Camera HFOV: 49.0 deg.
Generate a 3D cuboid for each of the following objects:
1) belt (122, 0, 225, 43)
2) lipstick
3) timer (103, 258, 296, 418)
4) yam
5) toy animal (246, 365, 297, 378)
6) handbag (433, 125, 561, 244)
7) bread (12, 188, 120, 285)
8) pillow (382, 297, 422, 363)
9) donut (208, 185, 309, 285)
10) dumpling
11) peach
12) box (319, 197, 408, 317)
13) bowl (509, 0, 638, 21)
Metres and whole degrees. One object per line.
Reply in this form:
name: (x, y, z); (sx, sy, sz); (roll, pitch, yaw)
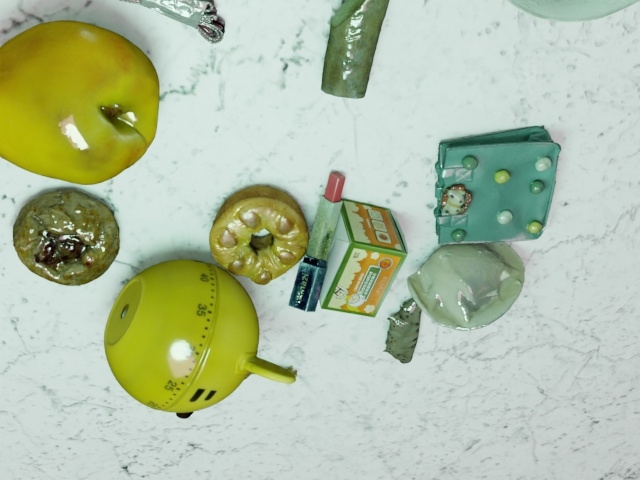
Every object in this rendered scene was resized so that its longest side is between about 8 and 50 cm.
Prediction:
belt: (-0.275, -0.432, 1.261); (0.232, 0.053, 0.071); (20, 120, -22)
lipstick: (0.000, 0.000, 1.537); (0.051, 0.051, 0.312); (11, 95, -61)
timer: (-0.269, 0.228, 1.566); (0.386, 0.376, 0.376); (25, 118, -29)
yam: (0.067, -0.391, 1.320); (0.106, 0.106, 0.259); (4, 125, -12)
toy animal: (-0.201, 0.349, 1.853); (0.275, 0.054, 0.149); (-11, 130, -3)
handbag: (0.396, -0.109, 1.587); (0.274, 0.100, 0.269); (-6, 128, -6)
bread: (-0.542, 0.004, 1.495); (0.229, 0.123, 0.230); (-4, 129, -5)
pillow: (0.213, 0.241, 1.845); (0.093, 0.051, 0.241); (-3, 129, -8)
donut: (-0.134, -0.013, 1.556); (0.226, 0.114, 0.227); (-5, 126, -7)
dumpling: (0.355, 0.100, 1.657); (0.243, 0.227, 0.175); (-41, 138, 15)
peach: (-0.452, -0.246, 1.243); (0.307, 0.289, 0.289); (14, 133, 28)
box: (0.085, 0.040, 1.593); (0.148, 0.178, 0.195); (11, 124, -19)
bowl: (0.425, -0.606, 1.164); (0.434, 0.196, 0.435); (-5, 127, -7)
